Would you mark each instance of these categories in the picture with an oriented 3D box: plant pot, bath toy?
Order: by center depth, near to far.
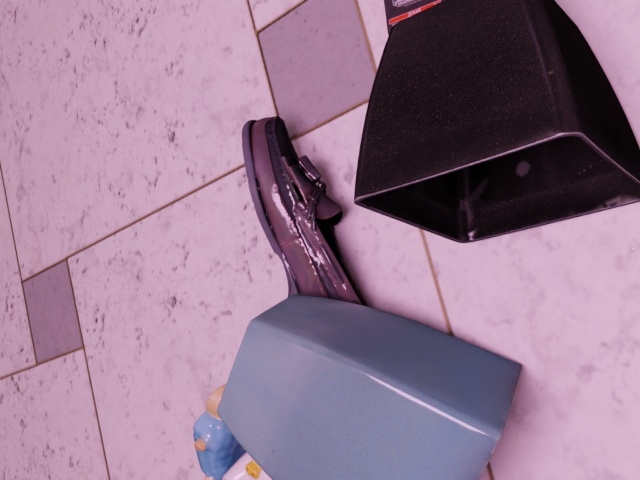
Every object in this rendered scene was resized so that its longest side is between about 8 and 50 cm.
[{"bbox_3d":[0.149,-0.111,0.599,0.187,0.188,0.167,-16,70,37],"label":"plant pot"},{"bbox_3d":[0.036,0.157,0.653,0.234,0.165,0.166,25,108,15],"label":"plant pot"},{"bbox_3d":[0.010,0.281,0.750,0.348,0.129,0.151,32,138,35],"label":"bath toy"}]

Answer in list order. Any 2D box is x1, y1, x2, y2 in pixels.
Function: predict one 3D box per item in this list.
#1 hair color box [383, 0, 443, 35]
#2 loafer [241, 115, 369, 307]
[{"bbox_3d":[0.099,-0.282,0.710,0.072,0.043,0.141,-10,84,39],"label":"hair color box"},{"bbox_3d":[0.000,0.000,0.774,0.095,0.109,0.303,-18,87,19],"label":"loafer"}]
